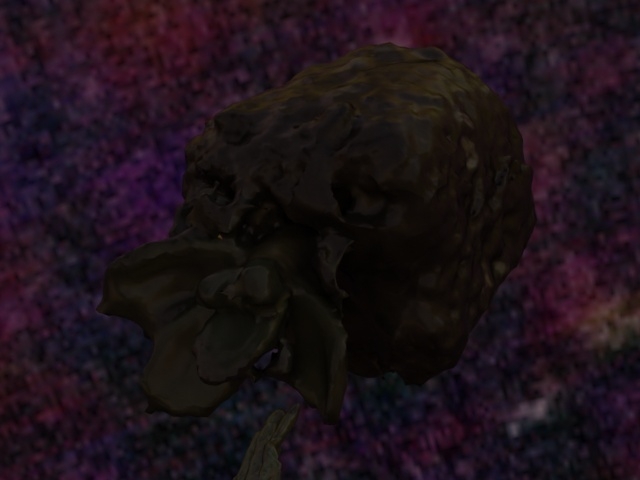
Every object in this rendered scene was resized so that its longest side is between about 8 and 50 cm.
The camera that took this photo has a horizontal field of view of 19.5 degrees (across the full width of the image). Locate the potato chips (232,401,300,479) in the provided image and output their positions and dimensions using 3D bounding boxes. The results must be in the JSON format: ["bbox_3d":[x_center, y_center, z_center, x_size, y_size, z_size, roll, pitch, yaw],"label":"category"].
[{"bbox_3d":[-0.043,0.181,0.992,0.028,0.092,0.207,20,47,-12],"label":"potato chips"}]

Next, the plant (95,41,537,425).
[{"bbox_3d":[0.000,0.000,1.304,0.215,0.213,0.312,6,25,36],"label":"plant"}]
